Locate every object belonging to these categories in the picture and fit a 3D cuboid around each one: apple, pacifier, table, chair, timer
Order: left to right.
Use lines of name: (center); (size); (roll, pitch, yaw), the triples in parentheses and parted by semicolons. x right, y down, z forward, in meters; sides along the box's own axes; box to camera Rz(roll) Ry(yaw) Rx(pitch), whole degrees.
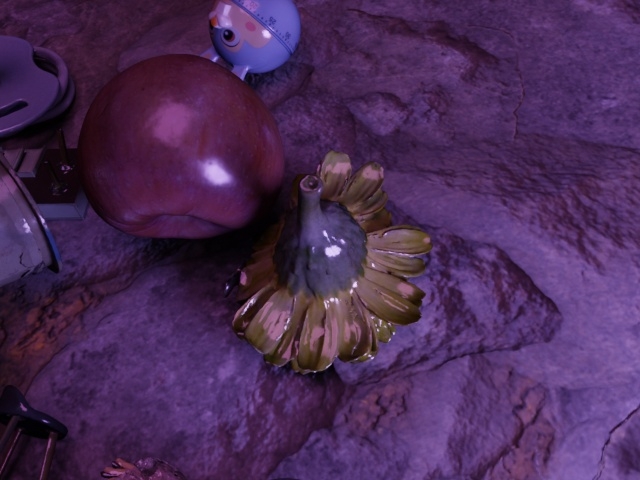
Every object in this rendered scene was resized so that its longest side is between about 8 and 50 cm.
pacifier: (-0.572, -0.309, 1.346); (0.244, 0.233, 0.299); (-32, 55, -18)
table: (-0.492, -0.111, 1.258); (0.240, 0.111, 0.121); (-1, 52, 9)
chair: (-0.371, 0.290, 0.949); (0.095, 0.104, 0.221); (16, 58, -11)
apple: (-0.193, -0.127, 1.104); (0.305, 0.306, 0.235); (-1, 79, 9)
timer: (-0.150, -0.339, 1.344); (0.255, 0.175, 0.175); (-38, 56, -17)

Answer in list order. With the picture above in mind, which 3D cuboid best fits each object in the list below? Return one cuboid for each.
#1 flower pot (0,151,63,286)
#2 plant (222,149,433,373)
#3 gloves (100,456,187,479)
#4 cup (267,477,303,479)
flower pot: (-0.500, 0.000, 1.098); (0.202, 0.212, 0.212); (-32, 54, -22)
plant: (-0.024, 0.023, 1.033); (0.261, 0.297, 0.306); (-29, 64, 26)
gloves: (-0.184, 0.308, 0.896); (0.094, 0.110, 0.144); (-19, 81, -15)
cup: (-0.010, 0.395, 0.734); (0.205, 0.205, 0.312); (-25, 51, -9)
